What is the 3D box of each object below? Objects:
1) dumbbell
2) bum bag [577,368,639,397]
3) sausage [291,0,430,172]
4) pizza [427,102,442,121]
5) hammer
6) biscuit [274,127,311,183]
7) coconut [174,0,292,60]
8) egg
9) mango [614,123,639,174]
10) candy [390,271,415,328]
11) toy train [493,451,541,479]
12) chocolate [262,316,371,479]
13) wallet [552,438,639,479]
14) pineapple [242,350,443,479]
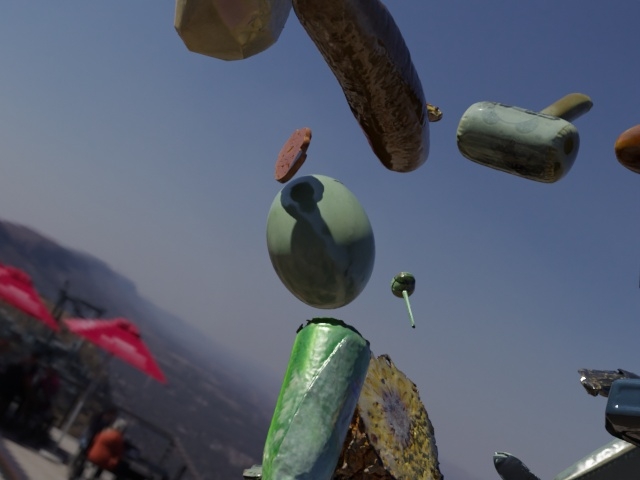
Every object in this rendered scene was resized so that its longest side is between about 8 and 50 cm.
[{"bbox_3d":[0.527,0.152,1.612,0.160,0.325,0.144,22,-22,-7],"label":"dumbbell"},{"bbox_3d":[0.660,0.318,2.343,0.248,0.069,0.102,15,33,-25],"label":"bum bag"},{"bbox_3d":[0.087,-0.253,1.704,0.136,0.123,0.501,15,-23,31],"label":"sausage"},{"bbox_3d":[0.188,-0.238,1.938,0.100,0.029,0.099,29,-4,-43],"label":"pizza"},{"bbox_3d":[0.378,-0.198,1.833,0.202,0.113,0.305,23,34,28],"label":"hammer"},{"bbox_3d":[-0.051,-0.160,2.018,0.019,0.102,0.130,32,35,-22],"label":"biscuit"},{"bbox_3d":[-0.160,-0.426,1.903,0.237,0.237,0.197,21,-29,51],"label":"coconut"},{"bbox_3d":[0.000,0.000,2.041,0.203,0.203,0.283,36,34,-47],"label":"egg"},{"bbox_3d":[0.594,-0.148,1.669,0.267,0.111,0.133,-7,-18,4],"label":"mango"},{"bbox_3d":[0.193,0.135,2.390,0.061,0.061,0.202,31,22,-19],"label":"candy"},{"bbox_3d":[0.397,0.465,2.028,0.048,0.055,0.252,37,3,-24],"label":"toy train"},{"bbox_3d":[-0.016,0.235,1.297,0.110,0.291,0.110,10,-42,9],"label":"chocolate"},{"bbox_3d":[0.551,0.510,1.894,0.360,0.252,0.083,64,-10,-19],"label":"wallet"},{"bbox_3d":[0.015,0.337,1.659,0.262,0.271,0.262,45,28,-32],"label":"pineapple"}]
